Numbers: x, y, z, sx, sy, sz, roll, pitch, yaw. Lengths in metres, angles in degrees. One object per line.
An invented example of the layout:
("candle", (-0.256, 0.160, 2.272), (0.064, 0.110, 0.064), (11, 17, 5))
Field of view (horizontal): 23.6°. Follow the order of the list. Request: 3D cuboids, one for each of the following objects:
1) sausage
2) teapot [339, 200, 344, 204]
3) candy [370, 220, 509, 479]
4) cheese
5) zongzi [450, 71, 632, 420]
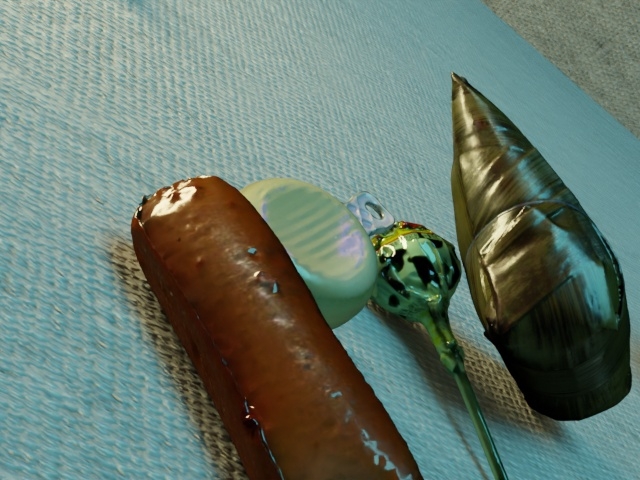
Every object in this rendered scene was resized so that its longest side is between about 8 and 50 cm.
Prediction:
("sausage", (-0.032, 0.083, 1.029), (0.102, 0.102, 0.330), (23, 28, -49))
("teapot", (0.012, 0.002, 1.361), (0.066, 0.057, 0.088), (35, 21, -26))
("candy", (0.113, 0.111, 1.361), (0.091, 0.083, 0.305), (-8, 55, -17))
("cheese", (0.000, 0.000, 1.259), (0.137, 0.064, 0.227), (48, 33, 8))
("zongzi", (0.201, 0.009, 1.483), (0.286, 0.138, 0.300), (56, 12, -63))
